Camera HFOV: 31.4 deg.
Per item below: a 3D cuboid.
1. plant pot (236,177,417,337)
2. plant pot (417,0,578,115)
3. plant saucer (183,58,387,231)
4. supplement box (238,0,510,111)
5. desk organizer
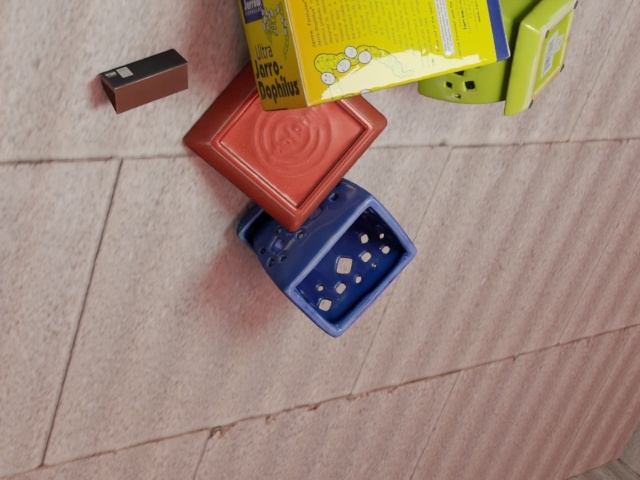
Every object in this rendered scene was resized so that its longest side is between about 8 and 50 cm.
[{"bbox_3d":[0.000,0.000,2.089,0.236,0.212,0.236,-47,144,-1],"label":"plant pot"},{"bbox_3d":[0.322,-0.367,2.033,0.227,0.207,0.228,-45,151,-40],"label":"plant pot"},{"bbox_3d":[-0.050,-0.179,1.907,0.259,0.048,0.258,40,92,-21],"label":"plant saucer"},{"bbox_3d":[0.082,-0.334,1.781,0.356,0.194,0.195,-16,100,-21],"label":"supplement box"},{"bbox_3d":[-0.267,-0.243,1.741,0.130,0.047,0.050,-25,140,-28],"label":"desk organizer"}]
